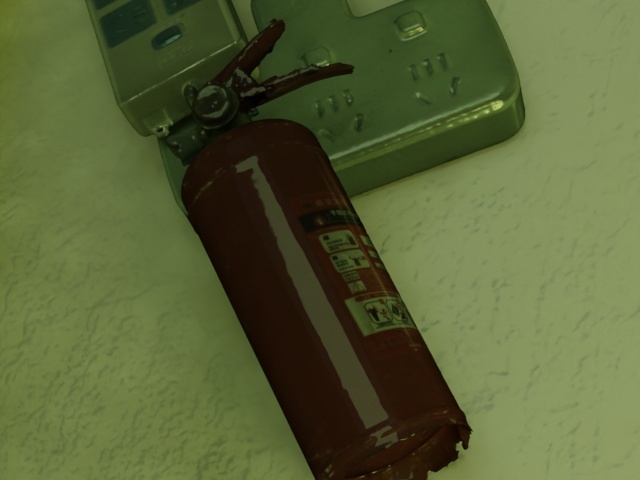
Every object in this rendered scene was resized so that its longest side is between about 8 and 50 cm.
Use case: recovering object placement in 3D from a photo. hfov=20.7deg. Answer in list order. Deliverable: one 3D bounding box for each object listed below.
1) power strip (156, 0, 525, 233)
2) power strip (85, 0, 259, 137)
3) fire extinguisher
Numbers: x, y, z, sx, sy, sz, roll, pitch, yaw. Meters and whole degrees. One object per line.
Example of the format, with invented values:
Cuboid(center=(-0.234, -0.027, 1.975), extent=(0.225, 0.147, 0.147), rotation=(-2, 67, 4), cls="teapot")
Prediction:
Cuboid(center=(0.004, -0.120, 1.312), extent=(0.265, 0.059, 0.193), rotation=(-21, 54, 3), cls="power strip")
Cuboid(center=(-0.135, -0.210, 1.380), extent=(0.106, 0.043, 0.367), rotation=(-29, 44, 6), cls="power strip")
Cuboid(center=(0.000, 0.000, 1.168), extent=(0.147, 0.106, 0.337), rotation=(-25, 66, -4), cls="fire extinguisher")
